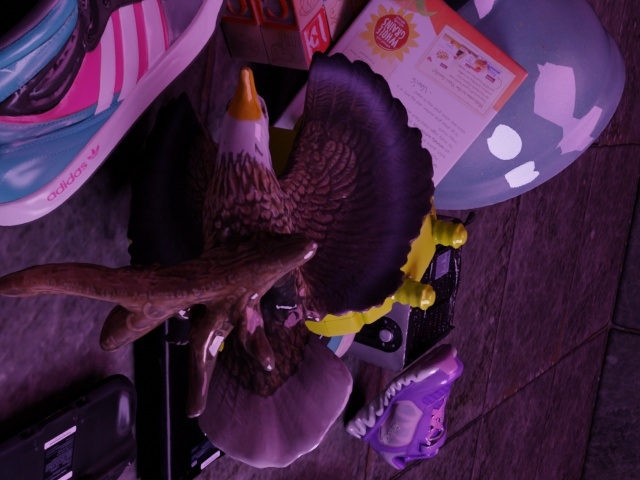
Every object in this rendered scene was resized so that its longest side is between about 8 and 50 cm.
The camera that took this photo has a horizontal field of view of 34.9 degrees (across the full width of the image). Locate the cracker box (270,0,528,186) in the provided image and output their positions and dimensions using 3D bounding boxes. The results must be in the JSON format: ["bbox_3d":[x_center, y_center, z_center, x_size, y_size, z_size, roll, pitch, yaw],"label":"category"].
[{"bbox_3d":[0.058,-0.117,0.961,0.232,0.155,0.067,-50,-173,10],"label":"cracker box"}]

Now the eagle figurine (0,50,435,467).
[{"bbox_3d":[-0.046,-0.017,0.714,0.225,0.226,0.298,-56,-175,18],"label":"eagle figurine"}]

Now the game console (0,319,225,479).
[{"bbox_3d":[-0.174,0.145,0.864,0.361,0.043,0.213,-29,126,-56],"label":"game console"}]

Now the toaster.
[{"bbox_3d":[0.106,0.051,1.276,0.185,0.110,0.168,-25,125,-56],"label":"toaster"}]

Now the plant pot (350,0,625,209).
[{"bbox_3d":[0.151,-0.206,1.094,0.196,0.293,0.293,50,57,-38],"label":"plant pot"}]

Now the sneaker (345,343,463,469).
[{"bbox_3d":[0.124,0.216,1.276,0.095,0.105,0.236,-27,162,-36],"label":"sneaker"}]

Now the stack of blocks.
[{"bbox_3d":[0.007,-0.317,0.946,0.297,0.087,0.171,-56,146,-34],"label":"stack of blocks"}]

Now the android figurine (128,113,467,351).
[{"bbox_3d":[-0.018,-0.011,0.836,0.248,0.272,0.056,-60,149,-31],"label":"android figurine"}]

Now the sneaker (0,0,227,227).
[{"bbox_3d":[-0.165,-0.171,0.661,0.296,0.123,0.178,-61,158,-26],"label":"sneaker"}]

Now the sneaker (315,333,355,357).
[{"bbox_3d":[0.000,0.000,1.056,0.121,0.108,0.302,-21,122,-63],"label":"sneaker"}]
